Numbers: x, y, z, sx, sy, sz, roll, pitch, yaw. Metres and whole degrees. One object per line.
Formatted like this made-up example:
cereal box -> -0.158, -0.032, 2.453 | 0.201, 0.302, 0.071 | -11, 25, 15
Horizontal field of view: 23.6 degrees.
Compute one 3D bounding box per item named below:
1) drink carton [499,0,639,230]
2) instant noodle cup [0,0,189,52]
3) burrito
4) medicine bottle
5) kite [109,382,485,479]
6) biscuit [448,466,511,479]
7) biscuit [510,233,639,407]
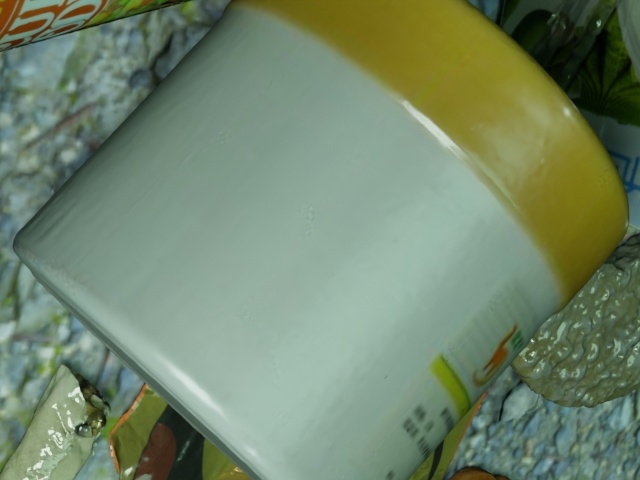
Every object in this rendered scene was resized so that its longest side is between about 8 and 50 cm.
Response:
drink carton -> 0.225, -0.178, 0.932 | 0.132, 0.194, 0.324 | -2, 109, -35
instant noodle cup -> -0.124, -0.172, 0.694 | 0.212, 0.193, 0.193 | -15, 117, -42
burrito -> -0.176, 0.159, 0.865 | 0.185, 0.041, 0.045 | -59, 172, -4
medicine bottle -> 0.000, 0.000, 0.801 | 0.232, 0.238, 0.238 | -48, 129, -8
kite -> 0.007, 0.118, 1.002 | 0.328, 0.013, 0.377 | -19, 115, -31
biscuit -> 0.112, 0.200, 1.114 | 0.078, 0.015, 0.091 | -41, 128, -20
biscuit -> 0.227, 0.056, 1.133 | 0.250, 0.032, 0.133 | -22, 121, -31
